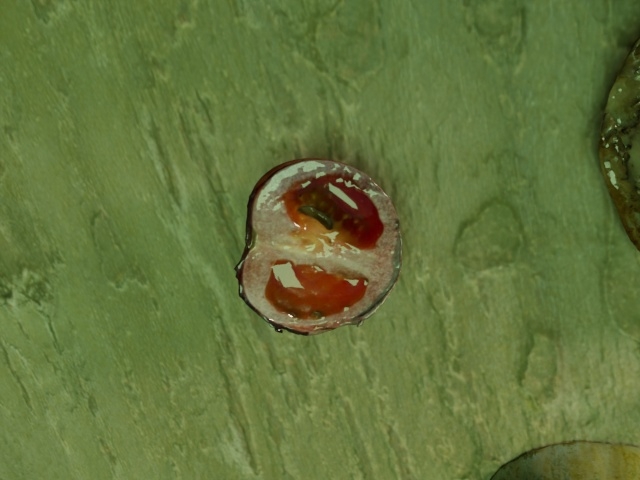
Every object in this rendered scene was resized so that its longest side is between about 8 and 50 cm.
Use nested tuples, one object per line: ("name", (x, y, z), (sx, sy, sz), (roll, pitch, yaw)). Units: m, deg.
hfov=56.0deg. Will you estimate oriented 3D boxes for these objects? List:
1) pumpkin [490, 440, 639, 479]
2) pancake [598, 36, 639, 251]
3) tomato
("pumpkin", (0.391, 0.462, 0.820), (0.333, 0.199, 0.332), (3, 110, 9))
("pancake", (0.473, -0.107, 0.581), (0.382, 0.071, 0.382), (14, 124, 22))
("tomato", (0.000, 0.000, 0.756), (0.199, 0.112, 0.227), (14, 111, -7))
